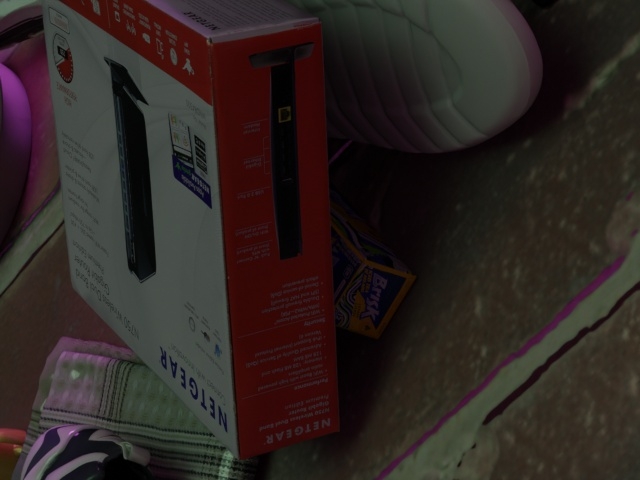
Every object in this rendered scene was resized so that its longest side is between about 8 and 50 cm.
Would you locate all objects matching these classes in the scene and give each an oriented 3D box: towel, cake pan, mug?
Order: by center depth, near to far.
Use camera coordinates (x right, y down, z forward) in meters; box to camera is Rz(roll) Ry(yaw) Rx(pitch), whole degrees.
[{"bbox_3d":[-0.176,0.238,1.425,0.324,0.056,0.312,5,79,53],"label":"towel"},{"bbox_3d":[-0.295,0.187,1.588,0.078,0.064,0.062,-57,39,18],"label":"mug"},{"bbox_3d":[-0.382,-0.064,1.813,0.293,0.054,0.293,-25,56,44],"label":"cake pan"}]

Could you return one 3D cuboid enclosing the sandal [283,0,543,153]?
[{"bbox_3d":[0.015,-0.156,1.307,0.102,0.169,0.416,-41,25,-29],"label":"sandal"}]

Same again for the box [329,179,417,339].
[{"bbox_3d":[0.000,0.000,1.305,0.059,0.054,0.169,-59,38,16],"label":"box"}]

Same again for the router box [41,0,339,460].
[{"bbox_3d":[-0.101,-0.049,1.301,0.335,0.082,0.301,35,134,56],"label":"router box"}]

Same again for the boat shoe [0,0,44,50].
[{"bbox_3d":[-0.269,-0.237,1.701,0.219,0.070,0.078,-20,75,22],"label":"boat shoe"}]

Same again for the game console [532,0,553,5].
[{"bbox_3d":[0.142,-0.257,1.216,0.144,0.124,0.085,-54,14,21],"label":"game console"}]

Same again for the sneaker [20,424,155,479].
[{"bbox_3d":[-0.178,0.249,1.314,0.153,0.094,0.235,-12,53,56],"label":"sneaker"}]
